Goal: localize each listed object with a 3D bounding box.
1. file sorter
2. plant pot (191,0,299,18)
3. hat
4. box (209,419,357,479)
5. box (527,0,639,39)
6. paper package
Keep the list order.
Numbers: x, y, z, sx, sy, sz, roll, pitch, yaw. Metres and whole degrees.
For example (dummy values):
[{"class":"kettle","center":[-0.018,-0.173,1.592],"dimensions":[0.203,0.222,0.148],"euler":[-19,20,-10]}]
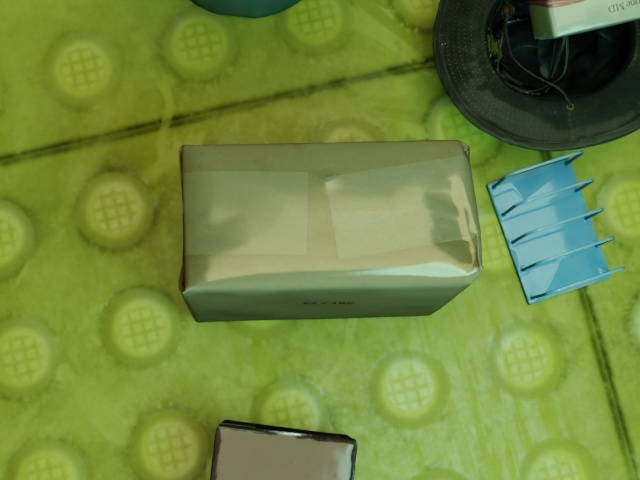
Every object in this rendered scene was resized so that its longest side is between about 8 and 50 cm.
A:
[{"class":"file sorter","center":[0.308,-0.019,1.446],"dimensions":[0.118,0.104,0.170],"euler":[-18,83,-5]},{"class":"plant pot","center":[-0.097,-0.445,1.367],"dimensions":[0.341,0.334,0.341],"euler":[0,82,-3]},{"class":"hat","center":[0.312,-0.251,1.466],"dimensions":[0.331,0.134,0.331],"euler":[-1,79,5]},{"class":"box","center":[-0.053,0.330,1.351],"dimensions":[0.169,0.167,0.203],"euler":[8,82,-1]},{"class":"box","center":[0.313,-0.367,1.319],"dimensions":[0.149,0.127,0.232],"euler":[-13,99,2]},{"class":"paper package","center":[0.000,0.000,1.325],"dimensions":[0.325,0.309,0.168],"euler":[-2,78,-4]}]
